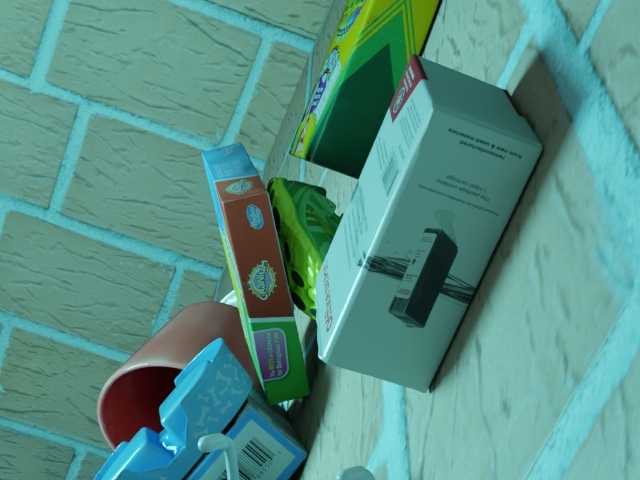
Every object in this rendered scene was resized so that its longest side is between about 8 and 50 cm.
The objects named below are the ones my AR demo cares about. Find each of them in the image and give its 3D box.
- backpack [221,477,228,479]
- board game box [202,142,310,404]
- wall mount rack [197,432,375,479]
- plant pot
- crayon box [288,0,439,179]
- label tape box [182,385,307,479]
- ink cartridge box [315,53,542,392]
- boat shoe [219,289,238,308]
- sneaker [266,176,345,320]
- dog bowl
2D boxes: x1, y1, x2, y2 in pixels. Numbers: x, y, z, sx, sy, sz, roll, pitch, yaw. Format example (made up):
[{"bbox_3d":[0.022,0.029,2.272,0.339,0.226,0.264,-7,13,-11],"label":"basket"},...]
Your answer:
[{"bbox_3d":[-0.104,0.404,1.529,0.173,0.117,0.158,-84,17,-60],"label":"backpack"},{"bbox_3d":[-0.095,0.043,1.819,0.242,0.064,0.316,-121,18,-67],"label":"board game box"},{"bbox_3d":[-0.123,0.277,1.145,0.350,0.304,0.130,4,105,44],"label":"wall mount rack"},{"bbox_3d":[-0.208,0.246,2.133,0.243,0.275,0.275,-65,0,-56],"label":"plant pot"},{"bbox_3d":[0.062,-0.263,2.009,0.363,0.106,0.313,-140,70,-81],"label":"crayon box"},{"bbox_3d":[-0.156,0.329,1.799,0.249,0.115,0.347,-50,10,-2],"label":"label tape box"},{"bbox_3d":[0.095,-0.018,1.230,0.197,0.114,0.273,-94,26,-67],"label":"ink cartridge box"},{"bbox_3d":[-0.159,0.211,2.317,0.099,0.116,0.319,-34,-34,-64],"label":"boat shoe"},{"bbox_3d":[0.000,0.000,1.802,0.295,0.123,0.109,-111,23,-48],"label":"sneaker"},{"bbox_3d":[-0.203,0.268,1.692,0.297,0.074,0.166,-50,9,-3],"label":"dog bowl"}]
